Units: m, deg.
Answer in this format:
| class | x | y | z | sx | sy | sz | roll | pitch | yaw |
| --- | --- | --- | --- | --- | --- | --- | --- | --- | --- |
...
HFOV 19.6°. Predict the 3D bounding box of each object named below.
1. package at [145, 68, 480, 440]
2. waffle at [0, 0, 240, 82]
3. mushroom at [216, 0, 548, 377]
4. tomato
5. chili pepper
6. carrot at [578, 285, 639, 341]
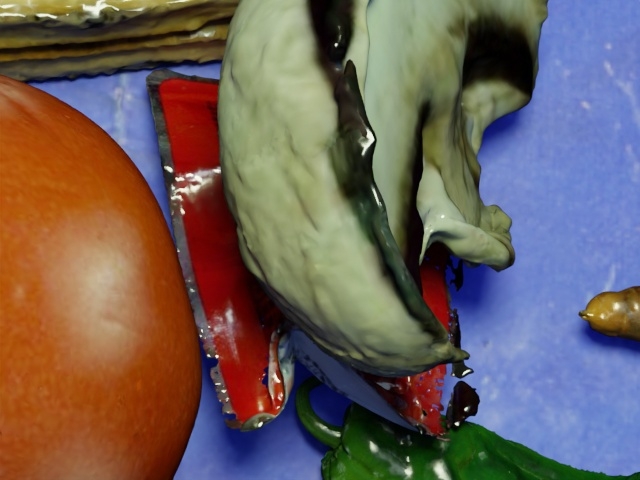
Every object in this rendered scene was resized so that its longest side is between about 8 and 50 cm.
| class | x | y | z | sx | sy | sz | roll | pitch | yaw |
| --- | --- | --- | --- | --- | --- | --- | --- | --- | --- |
| package | 0.000 | 0.000 | 1.085 | 0.194 | 0.071 | 0.269 | 10 | 54 | -21 |
| waffle | -0.167 | -0.290 | 1.149 | 0.261 | 0.114 | 0.376 | -7 | 73 | -13 |
| mushroom | 0.035 | -0.067 | 1.032 | 0.130 | 0.247 | 0.344 | -8 | 43 | 25 |
| tomato | -0.217 | 0.064 | 0.915 | 0.321 | 0.321 | 0.321 | 3 | 71 | -10 |
| chili pepper | 0.105 | 0.146 | 1.083 | 0.257 | 0.074 | 0.100 | 18 | 66 | -10 |
| carrot | 0.278 | 0.058 | 1.150 | 0.248 | 0.059 | 0.059 | 8 | 70 | -6 |
